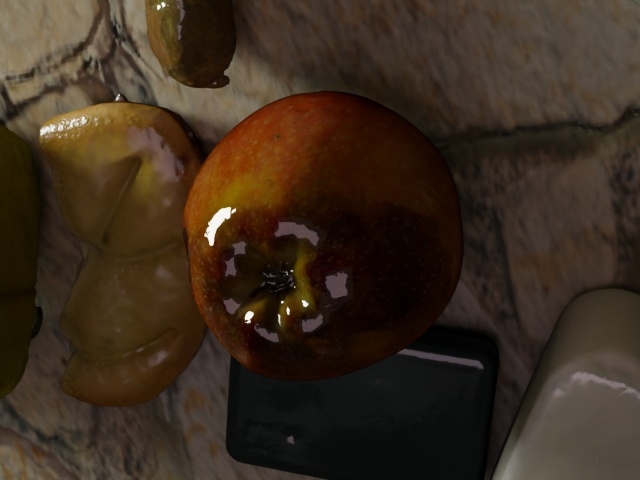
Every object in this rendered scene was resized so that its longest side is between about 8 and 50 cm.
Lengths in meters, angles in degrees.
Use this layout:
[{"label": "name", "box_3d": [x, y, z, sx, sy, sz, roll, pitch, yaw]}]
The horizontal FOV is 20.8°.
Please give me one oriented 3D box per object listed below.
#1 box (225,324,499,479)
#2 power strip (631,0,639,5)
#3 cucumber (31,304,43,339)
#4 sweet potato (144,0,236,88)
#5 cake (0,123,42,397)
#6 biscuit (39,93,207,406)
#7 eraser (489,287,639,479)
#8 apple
[{"label": "box", "box_3d": [0.034, 0.139, 1.502, 0.230, 0.050, 0.160, 10, 115, 11]}, {"label": "power strip", "box_3d": [0.335, -0.178, 1.222, 0.270, 0.046, 0.118, 26, 78, 1]}, {"label": "cucumber", "box_3d": [-0.371, 0.084, 1.585, 0.245, 0.067, 0.067, 2, 117, 16]}, {"label": "sweet potato", "box_3d": [-0.103, -0.245, 1.336, 0.075, 0.075, 0.273, 5, 114, 13]}, {"label": "cake", "box_3d": [-0.341, 0.019, 1.467, 0.179, 0.156, 0.260, 6, 95, 11]}, {"label": "biscuit", "box_3d": [-0.159, 0.019, 1.501, 0.154, 0.045, 0.299, 6, 118, 11]}, {"label": "eraser", "box_3d": [0.238, 0.245, 1.448, 0.331, 0.150, 0.331, 7, 120, 13]}, {"label": "apple", "box_3d": [0.000, 0.000, 1.350, 0.230, 0.230, 0.230, 7, 118, 12]}]
